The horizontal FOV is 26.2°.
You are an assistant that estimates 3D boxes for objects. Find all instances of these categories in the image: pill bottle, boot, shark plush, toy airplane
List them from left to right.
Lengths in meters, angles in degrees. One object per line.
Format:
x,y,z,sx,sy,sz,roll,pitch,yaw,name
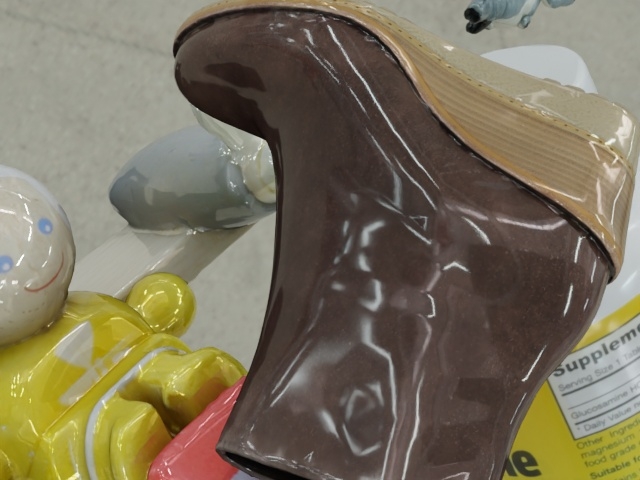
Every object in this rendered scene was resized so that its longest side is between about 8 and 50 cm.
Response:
-0.161,0.068,0.715,0.385,0.272,0.386,-11,38,0,toy airplane
0.000,0.000,0.600,0.249,0.090,0.206,18,65,25,boot
0.117,-0.181,0.940,0.073,0.067,0.161,15,33,30,shark plush
0.145,0.063,0.810,0.188,0.188,0.333,-50,122,-42,pill bottle
